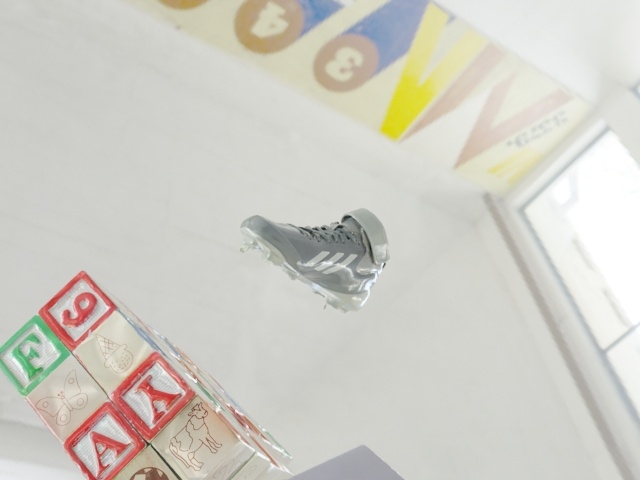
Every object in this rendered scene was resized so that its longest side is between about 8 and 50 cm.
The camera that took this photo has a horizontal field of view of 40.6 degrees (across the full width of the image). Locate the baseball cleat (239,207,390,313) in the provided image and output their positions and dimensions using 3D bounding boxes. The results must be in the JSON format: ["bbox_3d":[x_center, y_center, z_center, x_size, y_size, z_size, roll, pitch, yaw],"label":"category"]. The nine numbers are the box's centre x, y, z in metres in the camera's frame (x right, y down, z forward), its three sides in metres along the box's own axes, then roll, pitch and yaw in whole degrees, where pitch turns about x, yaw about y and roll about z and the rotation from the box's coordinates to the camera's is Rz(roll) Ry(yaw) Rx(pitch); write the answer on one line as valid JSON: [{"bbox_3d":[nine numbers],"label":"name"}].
[{"bbox_3d":[0.000,0.000,0.862,0.072,0.109,0.206,32,176,35],"label":"baseball cleat"}]

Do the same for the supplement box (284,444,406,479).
[{"bbox_3d":[-0.021,0.239,0.456,0.130,0.239,0.073,-14,-144,-38],"label":"supplement box"}]

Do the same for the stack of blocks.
[{"bbox_3d":[-0.110,0.156,0.690,0.171,0.087,0.297,42,171,22],"label":"stack of blocks"}]
